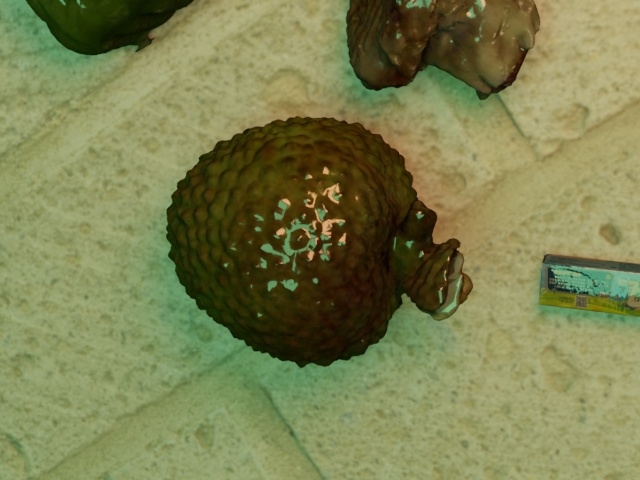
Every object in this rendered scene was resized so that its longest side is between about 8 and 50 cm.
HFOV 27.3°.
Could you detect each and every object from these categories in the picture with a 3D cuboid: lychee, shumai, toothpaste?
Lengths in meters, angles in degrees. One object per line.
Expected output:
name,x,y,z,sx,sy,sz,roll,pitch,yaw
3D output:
lychee,-0.011,-0.001,1.368,0.319,0.270,0.270,-17,98,16
shumai,0.134,-0.253,1.333,0.185,0.184,0.218,4,94,-20
toothpaste,0.329,0.062,1.394,0.193,0.044,0.070,6,105,15

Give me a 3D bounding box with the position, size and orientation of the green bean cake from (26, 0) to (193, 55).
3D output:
green bean cake,-0.220,-0.349,1.397,0.249,0.156,0.247,-32,92,22
